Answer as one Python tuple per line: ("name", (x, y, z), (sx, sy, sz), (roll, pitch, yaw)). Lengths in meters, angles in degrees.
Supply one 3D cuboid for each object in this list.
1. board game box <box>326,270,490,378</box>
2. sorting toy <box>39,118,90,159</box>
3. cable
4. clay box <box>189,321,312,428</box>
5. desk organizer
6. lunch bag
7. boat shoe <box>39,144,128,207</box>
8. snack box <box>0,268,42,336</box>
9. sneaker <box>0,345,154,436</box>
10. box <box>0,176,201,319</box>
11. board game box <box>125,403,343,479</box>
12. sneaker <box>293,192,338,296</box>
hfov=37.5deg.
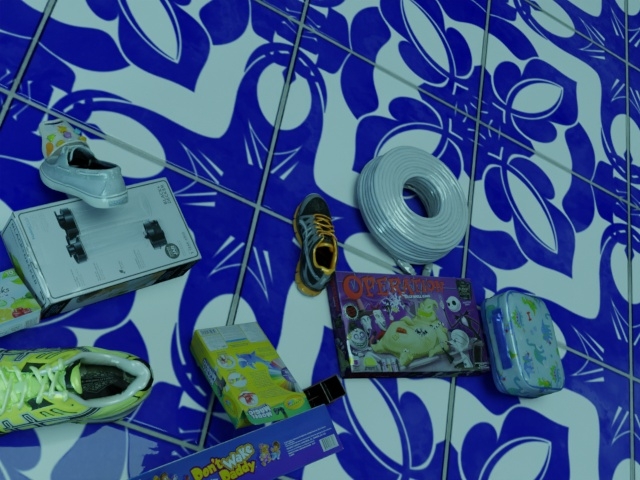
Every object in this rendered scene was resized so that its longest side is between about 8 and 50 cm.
("board game box", (0.179, 0.171, 1.898), (0.347, 0.056, 0.208), (4, 62, -32))
("sorting toy", (-0.460, -0.187, 1.673), (0.083, 0.045, 0.075), (-19, 59, -38))
("cable", (0.197, -0.077, 2.005), (0.257, 0.089, 0.257), (42, 52, -8))
("clay box", (-0.119, 0.236, 1.606), (0.127, 0.053, 0.222), (-5, 42, -34))
("desk organizer", (-0.019, 0.289, 1.706), (0.130, 0.050, 0.047), (-20, 79, -38))
("lunch bag", (0.422, 0.218, 1.985), (0.176, 0.090, 0.219), (13, 61, -45))
("boat shoe", (-0.394, -0.119, 1.567), (0.079, 0.227, 0.081), (-19, 120, -40))
("snack box", (-0.520, 0.107, 1.460), (0.141, 0.037, 0.100), (-21, 53, -38))
("sneaker", (-0.435, 0.212, 1.414), (0.385, 0.147, 0.145), (-5, 71, -33))
("box", (-0.369, 0.009, 1.597), (0.290, 0.087, 0.169), (-19, 78, -38))
("board game box", (-0.169, 0.368, 1.452), (0.347, 0.233, 0.078), (-14, 75, -37))
("sneaker", (0.000, 0.000, 1.844), (0.084, 0.083, 0.215), (11, 60, -26))
